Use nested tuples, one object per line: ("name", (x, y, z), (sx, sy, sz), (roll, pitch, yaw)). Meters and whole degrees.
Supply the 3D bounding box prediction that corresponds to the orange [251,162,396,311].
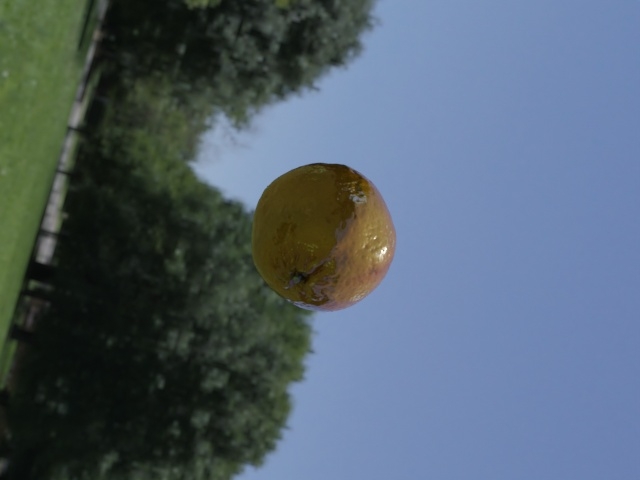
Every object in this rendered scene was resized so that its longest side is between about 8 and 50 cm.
("orange", (0.001, -0.003, 1.523), (0.155, 0.177, 0.178), (-16, 130, -58))
